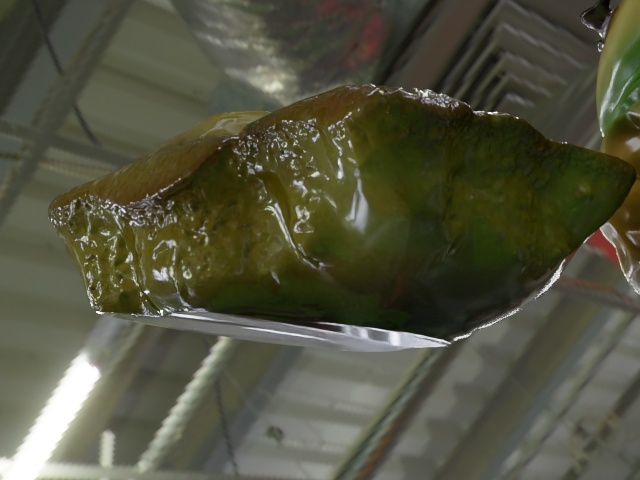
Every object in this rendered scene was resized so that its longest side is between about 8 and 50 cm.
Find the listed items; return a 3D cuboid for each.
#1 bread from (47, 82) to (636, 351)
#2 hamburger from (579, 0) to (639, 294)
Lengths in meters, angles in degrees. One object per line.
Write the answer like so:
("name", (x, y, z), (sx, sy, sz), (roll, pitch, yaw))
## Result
("bread", (0.000, 0.000, 0.598), (0.160, 0.233, 0.088), (21, -109, -38))
("hamburger", (0.230, -0.036, 0.609), (0.237, 0.149, 0.237), (3, -35, 2))
